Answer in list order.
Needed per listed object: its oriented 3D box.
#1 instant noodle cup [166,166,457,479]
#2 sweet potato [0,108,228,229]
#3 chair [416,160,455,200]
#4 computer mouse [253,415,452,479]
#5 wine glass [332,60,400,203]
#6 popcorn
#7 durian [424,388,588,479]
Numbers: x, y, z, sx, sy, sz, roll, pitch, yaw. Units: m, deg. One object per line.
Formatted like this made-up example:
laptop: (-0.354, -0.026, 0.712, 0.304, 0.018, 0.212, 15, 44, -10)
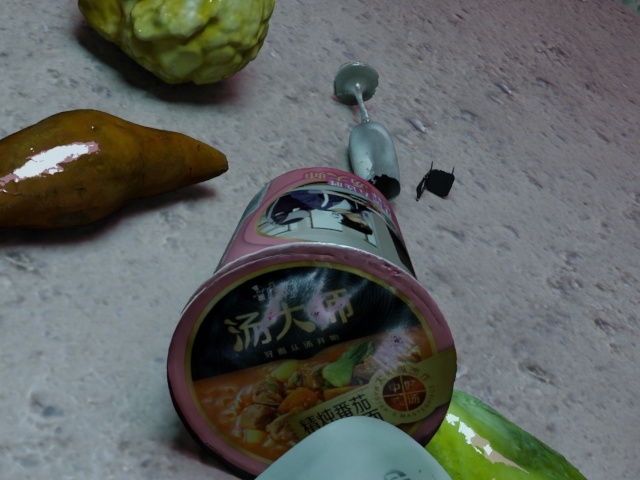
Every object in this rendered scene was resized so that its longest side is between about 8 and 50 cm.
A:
instant noodle cup: (-0.003, 0.054, 0.866, 0.243, 0.244, 0.255, 24, 25, -9)
sweet potato: (-0.233, -0.072, 0.947, 0.112, 0.112, 0.359, 42, 38, 18)
chair: (0.158, -0.078, 1.314, 0.042, 0.037, 0.086, 22, 28, 8)
computer mouse: (-0.003, 0.236, 0.672, 0.159, 0.097, 0.288, 44, 47, 10)
wine glass: (0.063, -0.141, 1.298, 0.074, 0.074, 0.262, 16, 37, -20)
popcorn: (-0.170, -0.316, 1.213, 0.249, 0.225, 0.249, 29, 28, -17)
durian: (0.171, 0.216, 0.871, 0.250, 0.101, 0.139, 34, 33, 2)
